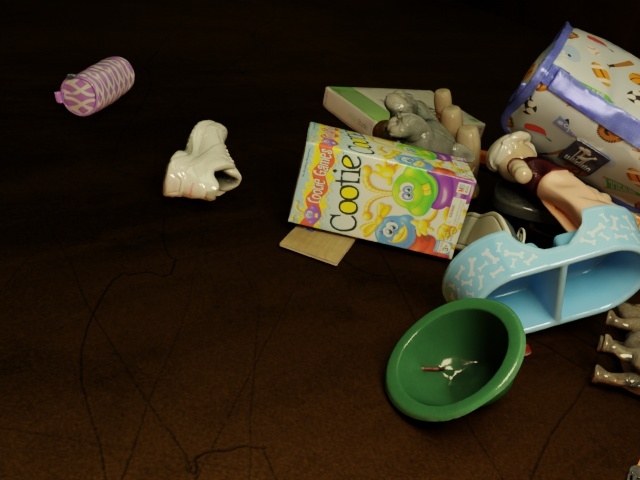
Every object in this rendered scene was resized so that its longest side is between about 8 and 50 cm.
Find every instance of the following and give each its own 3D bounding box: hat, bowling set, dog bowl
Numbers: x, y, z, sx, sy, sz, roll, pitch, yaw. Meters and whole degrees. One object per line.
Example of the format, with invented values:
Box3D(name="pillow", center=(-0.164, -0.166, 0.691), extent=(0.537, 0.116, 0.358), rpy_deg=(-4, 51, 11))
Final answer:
Box3D(name="hat", center=(0.208, 0.188, 1.014), extent=(0.208, 0.183, 0.173), rpy_deg=(-39, 35, -6))
Box3D(name="bowling set", center=(0.208, -0.193, 1.662), extent=(0.200, 0.154, 0.287), rpy_deg=(-7, 29, 1))
Box3D(name="dog bowl", center=(0.324, 0.052, 1.132), extent=(0.297, 0.165, 0.074), rpy_deg=(-15, 45, -5))

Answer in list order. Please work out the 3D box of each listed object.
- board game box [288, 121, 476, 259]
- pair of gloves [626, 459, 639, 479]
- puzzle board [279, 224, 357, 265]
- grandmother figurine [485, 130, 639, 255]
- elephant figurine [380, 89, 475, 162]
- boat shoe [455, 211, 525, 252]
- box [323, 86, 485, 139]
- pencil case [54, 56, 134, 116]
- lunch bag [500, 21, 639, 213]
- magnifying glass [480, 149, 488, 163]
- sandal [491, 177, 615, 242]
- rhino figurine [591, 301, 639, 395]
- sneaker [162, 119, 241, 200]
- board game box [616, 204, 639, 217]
Box3D(name="board game box", center=(0.098, -0.085, 1.341), extent=(0.275, 0.144, 0.142), rpy_deg=(13, 21, -3))
Box3D(name="pair of gloves", center=(0.397, 0.285, 0.926), extent=(0.083, 0.010, 0.074), rpy_deg=(26, 29, 24))
Box3D(name="puzzle board", center=(0.000, 0.000, 1.295), extent=(0.096, 0.011, 0.128), rpy_deg=(18, 26, 12))
Box3D(name="grandmother figurine", center=(0.384, -0.086, 1.322), extent=(0.208, 0.104, 0.342), rpy_deg=(26, 16, -35))
Box3D(name="elephant figurine", center=(0.118, -0.145, 1.490), extent=(0.169, 0.239, 0.186), rpy_deg=(13, 35, -47))
Box3D(name="boat shoe", center=(0.273, 0.012, 1.272), extent=(0.079, 0.095, 0.254), rpy_deg=(26, -1, -8))
Box3D(name="box", center=(0.198, -0.300, 1.921), extent=(0.322, 0.058, 0.232), rpy_deg=(-3, 31, -32))
Box3D(name="pencil case", center=(-0.449, -0.311, 1.617), extent=(0.088, 0.086, 0.206), rpy_deg=(-6, 22, 15))
Box3D(name="lunch bag", center=(0.514, -0.224, 1.463), extent=(0.328, 0.238, 0.385), rpy_deg=(34, 19, 3))
Box3D(name="magnifying glass", center=(0.403, -0.171, 1.747), extent=(0.231, 0.092, 0.026), rpy_deg=(16, 28, 29))
Box3D(name="sandal", center=(0.461, -0.060, 1.532), extent=(0.168, 0.107, 0.446), rpy_deg=(29, 25, 31))
Box3D(name="rhino figurine", center=(0.459, 0.146, 1.156), extent=(0.106, 0.073, 0.243), rpy_deg=(18, 25, 17))
Box3D(name="sneaker", center=(-0.188, -0.128, 1.391), extent=(0.115, 0.090, 0.232), rpy_deg=(20, 36, -1))
Box3D(name="board game box", center=(0.691, -0.146, 1.806), extent=(0.224, 0.097, 0.303), rpy_deg=(0, 29, -27))
